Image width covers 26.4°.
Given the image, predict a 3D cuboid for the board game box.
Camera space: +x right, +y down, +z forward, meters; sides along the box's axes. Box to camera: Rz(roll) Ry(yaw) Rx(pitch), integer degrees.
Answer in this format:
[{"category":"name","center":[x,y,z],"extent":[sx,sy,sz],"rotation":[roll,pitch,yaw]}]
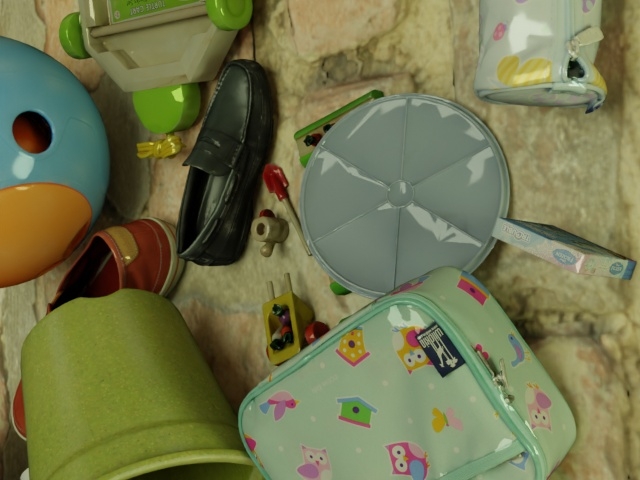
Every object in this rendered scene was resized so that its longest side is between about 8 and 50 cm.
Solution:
[{"category":"board game box","center":[0.206,0.007,1.151],"extent":[0.090,0.090,0.020],"rotation":[27,104,38]}]

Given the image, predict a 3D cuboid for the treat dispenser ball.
[{"category":"treat dispenser ball","center":[-0.382,-0.087,1.538],"extent":[0.288,0.288,0.288],"rotation":[-4,84,41]}]

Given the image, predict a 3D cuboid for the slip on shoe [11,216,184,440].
[{"category":"slip on shoe","center":[-0.277,0.104,1.557],"extent":[0.331,0.101,0.123],"rotation":[-53,58,26]}]

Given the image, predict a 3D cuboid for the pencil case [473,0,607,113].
[{"category":"pencil case","center":[0.188,-0.246,1.162],"extent":[0.113,0.124,0.273],"rotation":[1,84,-2]}]

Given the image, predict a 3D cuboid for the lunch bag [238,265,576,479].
[{"category":"lunch bag","center":[0.076,0.169,1.210],"extent":[0.279,0.108,0.224],"rotation":[-36,85,35]}]

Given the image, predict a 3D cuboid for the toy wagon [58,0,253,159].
[{"category":"toy wagon","center":[-0.185,-0.262,1.506],"extent":[0.267,0.068,0.344],"rotation":[-3,98,41]}]

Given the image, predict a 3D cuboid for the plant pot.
[{"category":"plant pot","center":[-0.194,0.199,1.397],"extent":[0.276,0.276,0.254],"rotation":[-48,47,28]}]

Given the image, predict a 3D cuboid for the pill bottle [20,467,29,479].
[{"category":"pill bottle","center":[-0.268,0.337,1.523],"extent":[0.112,0.112,0.186],"rotation":[-39,62,32]}]

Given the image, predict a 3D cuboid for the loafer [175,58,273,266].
[{"category":"loafer","center":[-0.104,-0.082,1.434],"extent":[0.076,0.078,0.223],"rotation":[16,97,40]}]

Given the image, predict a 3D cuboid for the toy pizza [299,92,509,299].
[{"category":"toy pizza","center":[0.078,-0.039,1.273],"extent":[0.201,0.032,0.201],"rotation":[-4,75,17]}]

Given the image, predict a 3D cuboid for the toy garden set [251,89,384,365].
[{"category":"toy garden set","center":[0.000,0.000,1.357],"extent":[0.204,0.049,0.244],"rotation":[-26,70,37]}]
